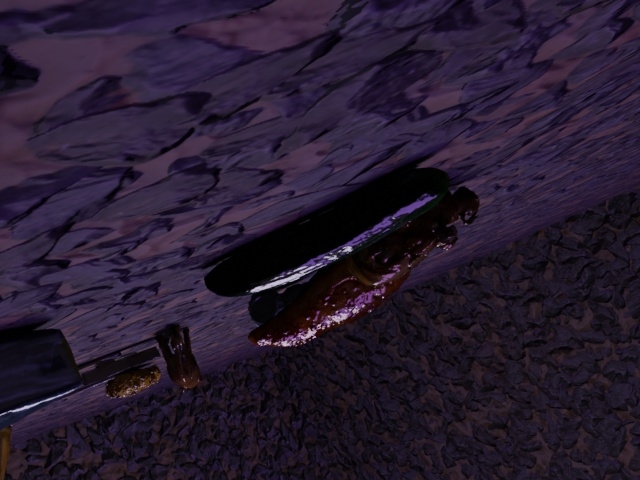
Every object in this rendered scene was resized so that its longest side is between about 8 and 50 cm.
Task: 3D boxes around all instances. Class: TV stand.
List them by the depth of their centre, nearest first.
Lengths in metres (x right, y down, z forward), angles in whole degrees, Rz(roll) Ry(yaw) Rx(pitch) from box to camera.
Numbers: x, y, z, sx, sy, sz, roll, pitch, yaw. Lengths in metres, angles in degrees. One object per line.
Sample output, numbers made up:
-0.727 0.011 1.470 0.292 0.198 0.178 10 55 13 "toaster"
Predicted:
-0.381 0.222 1.149 0.249 0.042 0.036 -20 169 -15 "TV stand"

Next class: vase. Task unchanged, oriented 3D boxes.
-0.063 0.109 1.161 0.081 0.081 0.149 -25 167 18 "vase"

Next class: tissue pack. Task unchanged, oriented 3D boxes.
-0.385 0.169 0.686 0.257 0.081 0.185 -29 169 29 "tissue pack"

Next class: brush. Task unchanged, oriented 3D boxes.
-0.352 0.210 1.236 0.013 0.016 0.084 -13 180 43 "brush"

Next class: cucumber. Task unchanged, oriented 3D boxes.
0.000 0.000 0.709 0.284 0.056 0.056 -25 171 21 "cucumber"

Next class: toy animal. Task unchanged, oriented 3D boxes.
-0.229 0.197 1.186 0.057 0.099 0.241 -21 172 -12 "toy animal"

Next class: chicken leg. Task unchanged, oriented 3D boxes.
0.115 -0.019 0.825 0.207 0.085 0.101 -27 161 -33 "chicken leg"

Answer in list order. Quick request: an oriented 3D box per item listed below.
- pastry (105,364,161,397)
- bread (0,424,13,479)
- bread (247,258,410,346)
-0.413 0.311 1.583 0.080 0.056 0.140 -16 179 11 "pastry"
-0.535 0.337 0.987 0.204 0.156 0.288 1 166 -24 "bread"
0.025 0.087 1.042 0.269 0.095 0.139 -41 157 11 "bread"
